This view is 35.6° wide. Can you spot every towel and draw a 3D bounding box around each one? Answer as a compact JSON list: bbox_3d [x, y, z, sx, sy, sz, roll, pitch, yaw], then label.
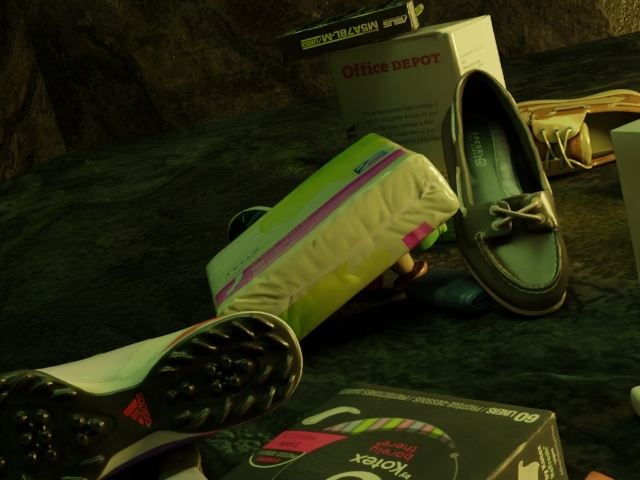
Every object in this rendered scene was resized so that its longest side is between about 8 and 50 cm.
[{"bbox_3d":[0.155,0.059,1.140,0.067,0.029,0.119,-23,18,-29],"label":"towel"}]

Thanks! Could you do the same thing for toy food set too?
[{"bbox_3d":[0.101,0.014,1.260,0.128,0.071,0.218,-26,19,52],"label":"toy food set"}]

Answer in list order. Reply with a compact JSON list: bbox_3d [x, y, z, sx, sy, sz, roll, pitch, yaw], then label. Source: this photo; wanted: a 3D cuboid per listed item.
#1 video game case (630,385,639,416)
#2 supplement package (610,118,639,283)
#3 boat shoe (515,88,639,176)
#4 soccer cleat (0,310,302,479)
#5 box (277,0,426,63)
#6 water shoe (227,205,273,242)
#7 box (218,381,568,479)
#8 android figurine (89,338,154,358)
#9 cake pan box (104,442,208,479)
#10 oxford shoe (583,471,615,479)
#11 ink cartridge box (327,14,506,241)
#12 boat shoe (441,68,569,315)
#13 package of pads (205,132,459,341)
[{"bbox_3d":[0.369,0.123,0.710,0.227,0.026,0.206,-15,15,-2],"label":"video game case"},{"bbox_3d":[0.413,-0.041,0.934,0.203,0.194,0.149,-21,15,-22],"label":"supplement package"},{"bbox_3d":[0.379,-0.161,1.544,0.324,0.122,0.120,-17,18,-4],"label":"boat shoe"},{"bbox_3d":[-0.170,0.139,0.820,0.318,0.108,0.116,-18,-5,-7],"label":"soccer cleat"},{"bbox_3d":[0.049,-0.299,1.397,0.184,0.045,0.190,-14,14,14],"label":"box"},{"bbox_3d":[-0.085,-0.008,1.525,0.203,0.073,0.080,-2,22,42],"label":"water shoe"},{"bbox_3d":[0.008,0.205,0.538,0.165,0.143,0.270,-1,21,43],"label":"box"},{"bbox_3d":[-0.217,0.160,1.041,0.248,0.056,0.273,-9,9,26],"label":"android figurine"},{"bbox_3d":[-0.216,0.237,0.790,0.267,0.070,0.246,-20,18,-21],"label":"cake pan box"},{"bbox_3d":[0.118,0.234,0.390,0.130,0.123,0.348,18,40,21],"label":"oxford shoe"},{"bbox_3d":[0.154,-0.150,1.389,0.211,0.289,0.121,-1,20,40],"label":"ink cartridge box"},{"bbox_3d":[0.200,-0.065,1.134,0.112,0.095,0.335,-9,46,0],"label":"boat shoe"},{"bbox_3d":[0.000,0.000,1.188,0.296,0.101,0.229,-38,15,0],"label":"package of pads"}]
